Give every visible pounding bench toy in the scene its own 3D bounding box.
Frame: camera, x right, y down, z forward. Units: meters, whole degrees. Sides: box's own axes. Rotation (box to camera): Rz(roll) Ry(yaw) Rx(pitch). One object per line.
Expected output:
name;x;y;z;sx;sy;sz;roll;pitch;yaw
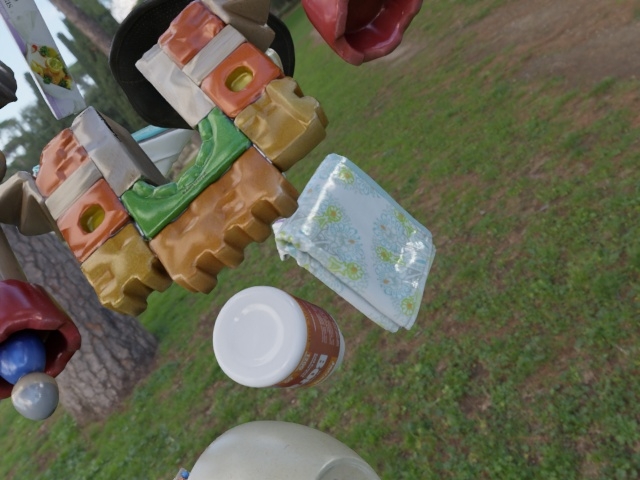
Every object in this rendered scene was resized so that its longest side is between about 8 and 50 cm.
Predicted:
pounding bench toy;-0.281;0.506;1.122;0.065;0.052;0.083;-55;2;13

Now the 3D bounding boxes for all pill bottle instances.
pill bottle;-0.041;0.136;0.757;0.121;0.121;0.216;-37;-23;7

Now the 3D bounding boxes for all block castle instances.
block castle;-0.153;-0.099;0.347;0.453;0.303;0.213;-44;61;2

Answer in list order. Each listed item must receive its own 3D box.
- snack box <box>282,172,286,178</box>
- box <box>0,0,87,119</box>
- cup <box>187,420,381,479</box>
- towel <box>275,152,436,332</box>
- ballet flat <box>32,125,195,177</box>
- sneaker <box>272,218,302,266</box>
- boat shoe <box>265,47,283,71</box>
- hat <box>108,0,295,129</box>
snack box;-0.152;-0.177;1.307;0.100;0.141;0.037;-24;36;6
box;-0.520;-0.374;1.005;0.063;0.324;0.067;-31;43;-20
cup;-0.026;0.444;0.908;0.237;0.331;0.331;-32;18;44
towel;0.105;0.000;1.337;0.090;0.374;0.320;-42;14;43
ballet flat;-0.429;-0.170;1.264;0.400;0.139;0.139;-32;11;-33
sneaker;0.000;0.000;1.661;0.305;0.152;0.114;-3;2;33
boat shoe;-0.070;-0.166;0.699;0.072;0.068;0.190;-56;-9;-34
hat;-0.198;-0.329;0.965;0.331;0.331;0.134;-28;60;32
